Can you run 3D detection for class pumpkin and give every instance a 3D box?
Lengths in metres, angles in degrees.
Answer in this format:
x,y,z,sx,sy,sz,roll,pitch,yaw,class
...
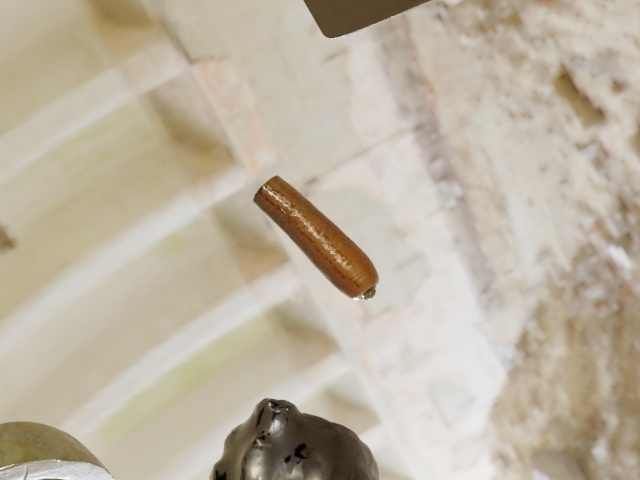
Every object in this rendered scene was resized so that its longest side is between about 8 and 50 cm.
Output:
x,y,z,sx,sy,sz,roll,pitch,yaw,class
-0.362,0.277,2.014,0.217,0.217,0.110,63,-175,-55,pumpkin

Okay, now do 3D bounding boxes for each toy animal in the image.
x,y,z,sx,sy,sz,roll,pitch,yaw,class
-0.037,0.344,1.943,0.212,0.213,0.266,63,-147,-57,toy animal

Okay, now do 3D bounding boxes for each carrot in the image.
x,y,z,sx,sy,sz,roll,pitch,yaw,class
0.000,0.000,2.416,0.225,0.067,0.067,44,176,8,carrot

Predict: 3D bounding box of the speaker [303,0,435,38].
x,y,z,sx,sy,sz,roll,pitch,yaw,class
0.076,-0.351,1.781,0.153,0.231,0.192,-87,-27,-52,speaker
